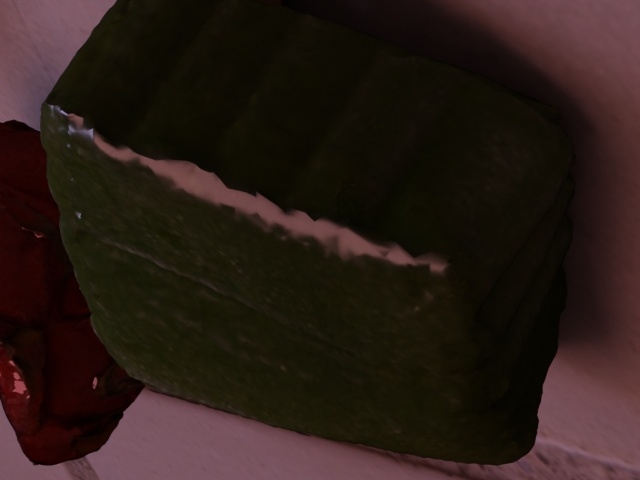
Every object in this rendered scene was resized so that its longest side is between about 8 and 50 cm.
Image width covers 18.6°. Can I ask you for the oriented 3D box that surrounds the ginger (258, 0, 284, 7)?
[{"bbox_3d":[-0.070,-0.148,0.953,0.133,0.059,0.214,23,145,27],"label":"ginger"}]

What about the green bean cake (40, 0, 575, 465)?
[{"bbox_3d":[0.000,0.000,0.924,0.248,0.125,0.222,21,146,20],"label":"green bean cake"}]

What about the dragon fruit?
[{"bbox_3d":[-0.140,0.018,1.198,0.223,0.148,0.218,79,171,-58],"label":"dragon fruit"}]
